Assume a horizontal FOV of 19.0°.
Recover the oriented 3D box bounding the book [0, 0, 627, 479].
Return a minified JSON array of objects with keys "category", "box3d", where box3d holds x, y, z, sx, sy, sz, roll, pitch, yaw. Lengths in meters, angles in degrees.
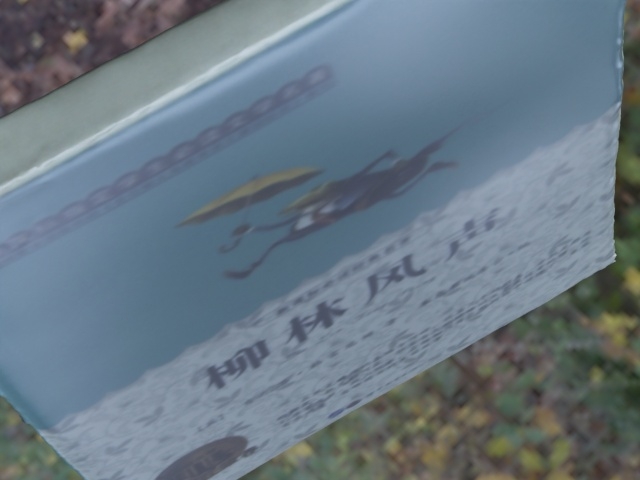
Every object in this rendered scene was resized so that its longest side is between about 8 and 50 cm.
[{"category":"book","box3d":[0.000,0.000,0.730,0.264,0.031,0.379,-30,159,-4]}]
